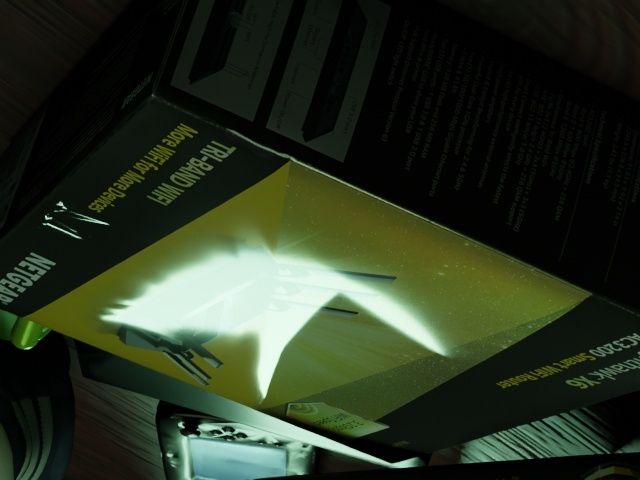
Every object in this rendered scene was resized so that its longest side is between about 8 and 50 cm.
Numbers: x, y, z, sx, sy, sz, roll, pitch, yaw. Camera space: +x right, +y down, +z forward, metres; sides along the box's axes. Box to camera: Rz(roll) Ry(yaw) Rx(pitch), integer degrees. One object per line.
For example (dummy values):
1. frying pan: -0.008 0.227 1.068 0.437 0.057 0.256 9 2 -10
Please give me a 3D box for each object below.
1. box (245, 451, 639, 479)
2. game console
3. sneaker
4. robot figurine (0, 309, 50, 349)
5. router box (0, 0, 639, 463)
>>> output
1. box: 0.067 0.144 1.004 0.220 0.051 0.175 -4 172 -4
2. game console: -0.036 0.114 1.174 0.213 0.044 0.361 16 159 4
3. sneaker: -0.207 0.086 1.092 0.131 0.148 0.350 23 159 2
4. robot figurine: -0.166 0.009 0.979 0.101 0.067 0.115 41 172 29
5. router box: 0.000 0.000 0.809 0.243 0.081 0.309 23 159 -16
